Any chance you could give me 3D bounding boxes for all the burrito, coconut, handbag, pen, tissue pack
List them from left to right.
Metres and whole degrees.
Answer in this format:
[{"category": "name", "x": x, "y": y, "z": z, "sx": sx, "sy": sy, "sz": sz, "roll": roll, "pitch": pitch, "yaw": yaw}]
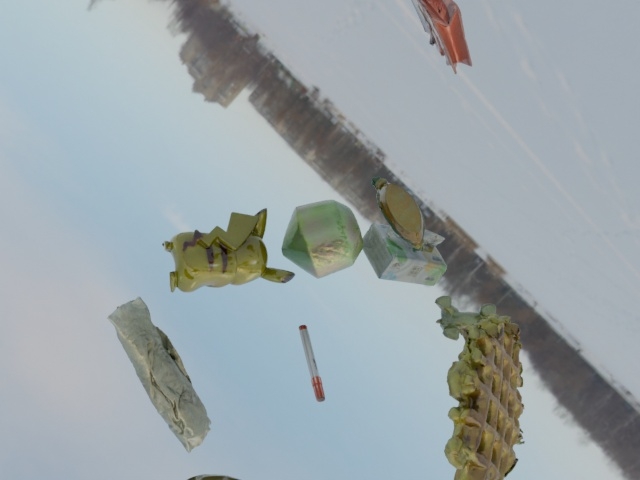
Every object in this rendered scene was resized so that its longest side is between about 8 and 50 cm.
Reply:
[{"category": "burrito", "x": -0.363, "y": 0.309, "z": 1.475, "sx": 0.117, "sy": 0.076, "sz": 0.392, "roll": -43, "pitch": -67, "yaw": -47}, {"category": "pen", "x": -0.025, "y": 0.328, "z": 1.719, "sx": 0.028, "sy": 0.028, "sz": 0.239, "roll": 36, "pitch": -154, "yaw": -41}, {"category": "coconut", "x": 0.000, "y": 0.000, "z": 1.824, "sx": 0.236, "sy": 0.236, "sz": 0.205, "roll": 39, "pitch": -167, "yaw": -26}, {"category": "tissue pack", "x": 0.262, "y": 0.027, "z": 1.898, "sx": 0.229, "sy": 0.145, "sz": 0.159, "roll": 10, "pitch": -142, "yaw": -35}, {"category": "handbag", "x": 0.254, "y": -0.467, "z": 1.361, "sx": 0.157, "sy": 0.059, "sz": 0.213, "roll": 54, "pitch": -167, "yaw": -42}]

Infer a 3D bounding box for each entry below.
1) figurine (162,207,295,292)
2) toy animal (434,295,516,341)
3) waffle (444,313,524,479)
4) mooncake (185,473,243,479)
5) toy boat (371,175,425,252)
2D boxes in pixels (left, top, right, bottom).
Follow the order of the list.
[{"category": "figurine", "x": -0.256, "y": 0.033, "z": 1.711, "sx": 0.326, "sy": 0.169, "sz": 0.218, "roll": -3, "pitch": -108, "yaw": -33}, {"category": "toy animal", "x": 0.378, "y": 0.204, "z": 1.539, "sx": 0.218, "sy": 0.103, "sz": 0.101, "roll": 8, "pitch": 166, "yaw": 6}, {"category": "waffle", "x": 0.293, "y": 0.280, "z": 1.101, "sx": 0.325, "sy": 0.068, "sz": 0.302, "roll": -23, "pitch": -71, "yaw": -56}, {"category": "mooncake", "x": -0.140, "y": 0.475, "z": 0.963, "sx": 0.235, "sy": 0.235, "sz": 0.117, "roll": 43, "pitch": -178, "yaw": -4}, {"category": "toy boat", "x": 0.197, "y": -0.076, "z": 1.589, "sx": 0.230, "sy": 0.088, "sz": 0.088, "roll": 61, "pitch": 170, "yaw": 15}]
